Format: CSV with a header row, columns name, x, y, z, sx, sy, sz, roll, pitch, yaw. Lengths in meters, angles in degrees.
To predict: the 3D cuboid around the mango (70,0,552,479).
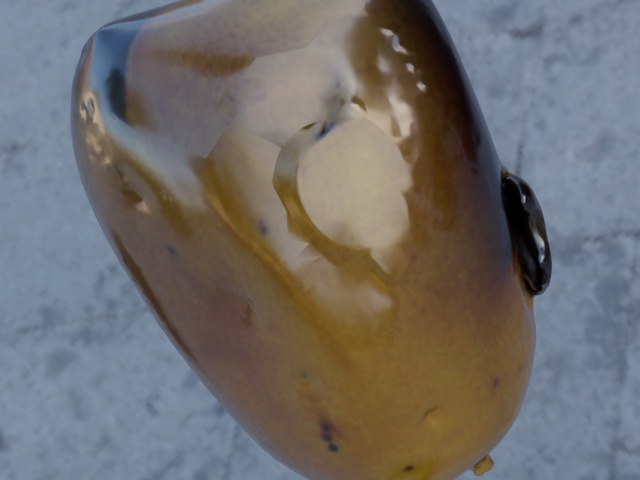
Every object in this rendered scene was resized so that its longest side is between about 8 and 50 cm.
name,x,y,z,sx,sy,sz,roll,pitch,yaw
mango,0.000,0.000,0.794,0.201,0.287,0.152,-7,30,50
